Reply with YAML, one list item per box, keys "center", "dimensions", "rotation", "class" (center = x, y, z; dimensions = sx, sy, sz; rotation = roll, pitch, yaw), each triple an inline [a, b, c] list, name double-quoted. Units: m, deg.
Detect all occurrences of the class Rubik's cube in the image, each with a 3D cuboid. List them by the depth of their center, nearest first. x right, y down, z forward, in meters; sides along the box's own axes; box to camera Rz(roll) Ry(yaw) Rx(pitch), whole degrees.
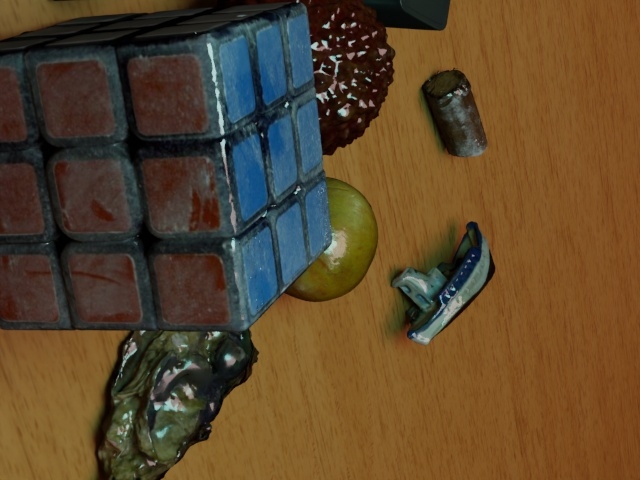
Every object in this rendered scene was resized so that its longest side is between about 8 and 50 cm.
- center: [-0.178, -0.087, 1.258]
  dimensions: [0.301, 0.304, 0.305]
  rotation: [-45, 133, -66]
  class: "Rubik's cube"

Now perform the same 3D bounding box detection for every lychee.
- center: [-0.053, -0.224, 1.485]
  dimensions: [0.264, 0.300, 0.264]
  rotation: [178, -90, -89]
  class: "lychee"

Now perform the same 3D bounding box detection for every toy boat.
- center: [0.204, 0.063, 1.938]
  dimensions: [0.115, 0.114, 0.262]
  rotation: [50, 56, -4]
  class: "toy boat"

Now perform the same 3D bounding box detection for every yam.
- center: [0.227, -0.210, 1.931]
  dimensions: [0.079, 0.079, 0.141]
  rotation: [-50, 133, -31]
  class: "yam"

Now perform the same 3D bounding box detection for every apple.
- center: [0.000, 0.000, 1.636]
  dimensions: [0.155, 0.182, 0.182]
  rotation: [30, 75, -49]
  class: "apple"

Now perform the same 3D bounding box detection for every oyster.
- center: [-0.185, 0.178, 1.523]
  dimensions: [0.361, 0.096, 0.221]
  rotation: [-49, 123, -34]
  class: "oyster"

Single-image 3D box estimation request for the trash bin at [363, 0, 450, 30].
- center: [0.069, -0.383, 1.603]
  dimensions: [0.115, 0.226, 0.165]
  rotation: [13, 86, -49]
  class: "trash bin"
